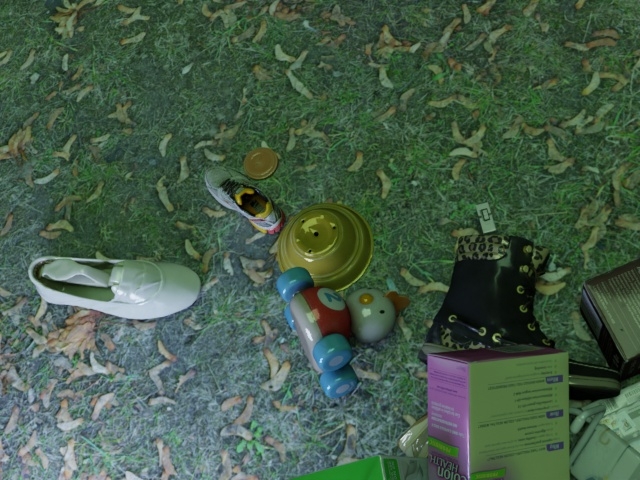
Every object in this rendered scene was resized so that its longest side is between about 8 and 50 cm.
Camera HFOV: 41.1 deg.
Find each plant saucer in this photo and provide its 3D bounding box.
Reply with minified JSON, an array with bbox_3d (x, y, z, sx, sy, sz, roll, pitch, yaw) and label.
[{"bbox_3d":[-0.139,-0.180,1.980,0.084,0.013,0.083,-5,67,12],"label":"plant saucer"}]

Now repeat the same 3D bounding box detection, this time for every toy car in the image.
[{"bbox_3d":[0.067,0.149,1.705,0.238,0.210,0.219,-24,52,-10],"label":"toy car"}]

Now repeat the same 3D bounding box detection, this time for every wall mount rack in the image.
[{"bbox_3d":[0.484,0.470,1.488,0.350,0.131,0.304,41,119,35],"label":"wall mount rack"}]

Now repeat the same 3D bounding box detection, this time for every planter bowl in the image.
[{"bbox_3d":[0.000,0.000,1.830,0.217,0.090,0.217,-5,67,12],"label":"planter bowl"}]

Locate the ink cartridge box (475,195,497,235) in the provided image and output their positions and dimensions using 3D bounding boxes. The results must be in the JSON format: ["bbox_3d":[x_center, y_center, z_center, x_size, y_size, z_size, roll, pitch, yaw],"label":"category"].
[{"bbox_3d":[0.345,-0.046,1.783,0.028,0.048,0.083,-15,65,8],"label":"ink cartridge box"}]

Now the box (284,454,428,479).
[{"bbox_3d":[0.074,0.464,1.500,0.262,0.231,0.126,-24,62,31],"label":"box"}]

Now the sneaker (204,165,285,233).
[{"bbox_3d":[-0.174,-0.107,1.915,0.225,0.092,0.088,33,80,24],"label":"sneaker"}]

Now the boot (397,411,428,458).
[{"bbox_3d":[0.278,0.379,1.556,0.262,0.095,0.203,-50,62,30],"label":"boot"}]

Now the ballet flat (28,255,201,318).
[{"bbox_3d":[-0.469,0.093,1.889,0.401,0.139,0.139,3,69,15],"label":"ballet flat"}]

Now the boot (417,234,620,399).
[{"bbox_3d":[0.397,0.144,1.644,0.378,0.138,0.284,7,70,28],"label":"boot"}]

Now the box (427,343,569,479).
[{"bbox_3d":[0.299,0.306,1.432,0.214,0.117,0.242,-2,91,-29],"label":"box"}]

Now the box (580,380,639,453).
[{"bbox_3d":[0.587,0.364,1.563,0.145,0.038,0.186,-26,63,4],"label":"box"}]

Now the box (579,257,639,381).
[{"bbox_3d":[0.610,0.133,1.577,0.203,0.168,0.167,-24,64,5],"label":"box"}]
